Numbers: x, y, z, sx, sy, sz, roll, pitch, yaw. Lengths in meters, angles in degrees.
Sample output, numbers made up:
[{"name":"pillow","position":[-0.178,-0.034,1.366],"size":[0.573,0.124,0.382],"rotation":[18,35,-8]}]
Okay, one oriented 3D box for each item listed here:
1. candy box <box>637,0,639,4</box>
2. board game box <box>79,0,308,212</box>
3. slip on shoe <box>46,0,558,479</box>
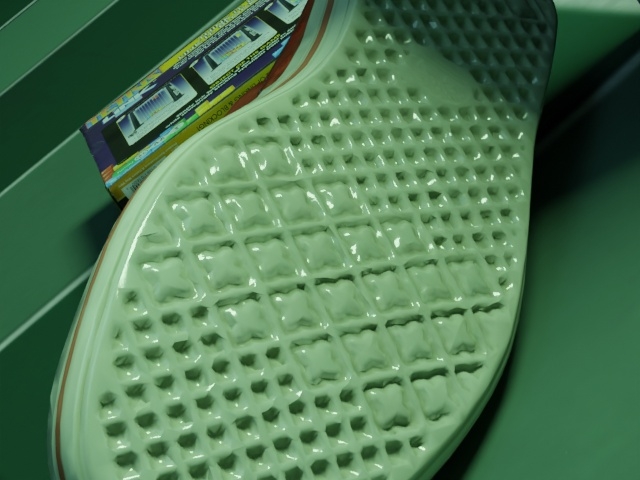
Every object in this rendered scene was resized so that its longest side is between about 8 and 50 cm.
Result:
[{"name":"candy box","position":[0.184,-0.249,0.580],"size":[0.317,0.268,0.122],"rotation":[-32,18,13]},{"name":"board game box","position":[-0.032,-0.075,0.870],"size":[0.170,0.048,0.141],"rotation":[-37,18,0]},{"name":"slip on shoe","position":[0.000,0.000,0.590],"size":[0.101,0.123,0.331],"rotation":[-51,9,37]}]
